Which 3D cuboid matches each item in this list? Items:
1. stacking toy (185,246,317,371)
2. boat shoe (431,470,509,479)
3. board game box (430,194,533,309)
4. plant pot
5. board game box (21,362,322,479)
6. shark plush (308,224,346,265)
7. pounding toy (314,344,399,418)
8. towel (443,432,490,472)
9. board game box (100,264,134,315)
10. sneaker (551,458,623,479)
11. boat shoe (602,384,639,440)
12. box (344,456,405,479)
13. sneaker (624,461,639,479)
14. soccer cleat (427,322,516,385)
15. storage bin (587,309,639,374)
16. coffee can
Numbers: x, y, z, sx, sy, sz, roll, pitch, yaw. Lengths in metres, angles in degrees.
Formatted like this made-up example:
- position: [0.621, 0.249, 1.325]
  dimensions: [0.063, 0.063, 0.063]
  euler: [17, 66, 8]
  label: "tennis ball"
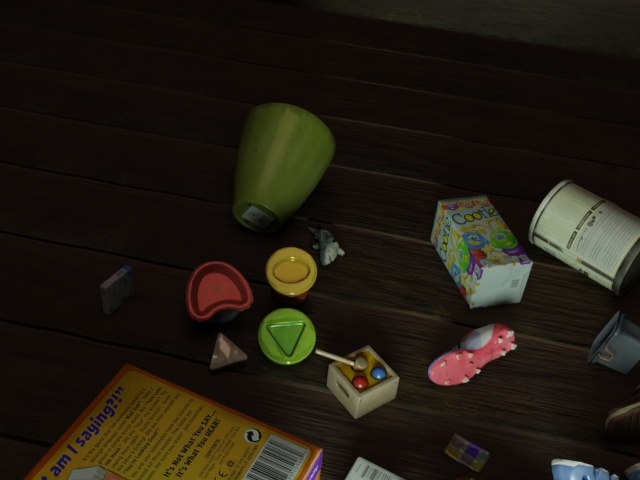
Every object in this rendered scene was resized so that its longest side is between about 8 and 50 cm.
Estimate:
- position: [-0.153, 0.177, 1.752]
  dimensions: [0.309, 0.130, 0.279]
  euler: [-6, 67, -9]
  label: "stacking toy"
- position: [0.272, 0.489, 1.381]
  dimensions: [0.307, 0.111, 0.104]
  euler: [14, 22, -15]
  label: "boat shoe"
- position: [0.406, 0.025, 1.925]
  dimensions: [0.142, 0.144, 0.275]
  euler: [-7, 41, -13]
  label: "board game box"
- position: [-0.127, -0.176, 2.045]
  dimensions: [0.275, 0.275, 0.293]
  euler: [13, 56, 9]
  label: "plant pot"
- position: [-0.239, 0.482, 1.141]
  dimensions: [0.356, 0.356, 0.356]
  euler: [20, 42, 16]
  label: "board game box"
- position: [0.000, 0.000, 1.984]
  dimensions: [0.067, 0.073, 0.161]
  euler: [-36, 54, -1]
  label: "shark plush"
- position: [0.075, 0.287, 1.608]
  dimensions: [0.130, 0.100, 0.141]
  euler: [-21, 47, -29]
  label: "pounding toy"
- position: [0.299, 0.434, 1.528]
  dimensions: [0.083, 0.009, 0.060]
  euler: [28, 44, 25]
  label: "towel"
- position: [-0.478, 0.116, 1.759]
  dimensions: [0.020, 0.090, 0.090]
  euler: [24, 43, 19]
  label: "board game box"
- position: [0.542, 0.532, 1.361]
  dimensions: [0.315, 0.127, 0.182]
  euler: [22, 72, -11]
  label: "sneaker"
- position: [0.705, 0.360, 1.611]
  dimensions: [0.257, 0.095, 0.095]
  euler: [-4, 26, -20]
  label: "boat shoe"
- position: [0.089, 0.481, 1.387]
  dimensions: [0.101, 0.087, 0.102]
  euler: [22, 43, 20]
  label: "box"
- position: [0.691, 0.482, 1.490]
  dimensions: [0.162, 0.063, 0.073]
  euler: [-4, 58, -4]
  label: "sneaker"
- position: [0.336, 0.257, 1.706]
  dimensions: [0.248, 0.083, 0.095]
  euler: [-23, 18, -23]
  label: "soccer cleat"
- position: [0.688, 0.244, 1.711]
  dimensions: [0.091, 0.135, 0.098]
  euler: [28, 44, 11]
  label: "storage bin"
- position: [0.718, -0.010, 1.956]
  dimensions: [0.201, 0.201, 0.275]
  euler: [-29, 50, -34]
  label: "coffee can"
